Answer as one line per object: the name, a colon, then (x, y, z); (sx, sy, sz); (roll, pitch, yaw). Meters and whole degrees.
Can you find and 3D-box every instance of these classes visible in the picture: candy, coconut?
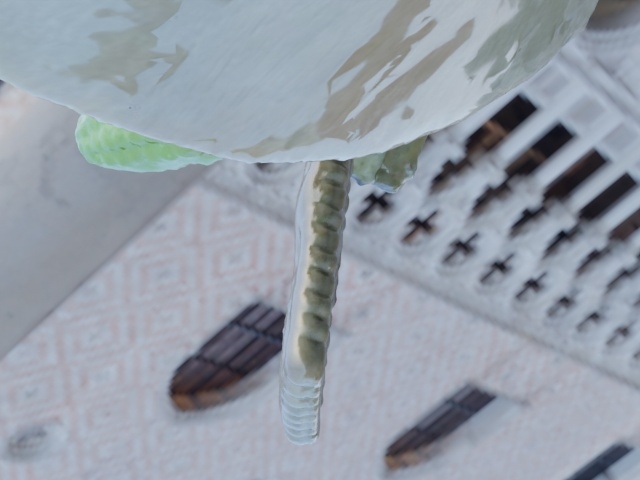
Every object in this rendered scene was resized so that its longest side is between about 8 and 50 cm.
candy: (-0.080, -0.092, 0.948); (0.096, 0.209, 0.097); (27, -124, -49)
coconut: (-0.034, -0.218, 0.545); (0.415, 0.345, 0.415); (24, -173, -3)

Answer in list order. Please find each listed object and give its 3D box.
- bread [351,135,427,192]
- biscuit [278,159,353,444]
bread: (0.020, -0.241, 1.604); (0.395, 0.264, 0.239); (19, -155, -48)
biscuit: (0.000, 0.000, 1.252); (0.217, 0.044, 0.325); (89, -172, -67)
